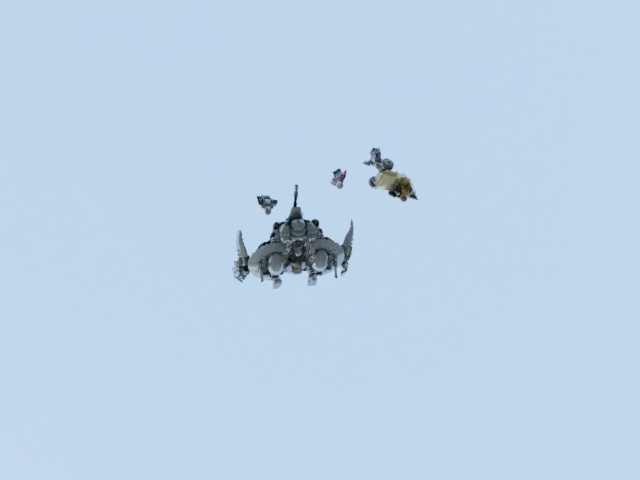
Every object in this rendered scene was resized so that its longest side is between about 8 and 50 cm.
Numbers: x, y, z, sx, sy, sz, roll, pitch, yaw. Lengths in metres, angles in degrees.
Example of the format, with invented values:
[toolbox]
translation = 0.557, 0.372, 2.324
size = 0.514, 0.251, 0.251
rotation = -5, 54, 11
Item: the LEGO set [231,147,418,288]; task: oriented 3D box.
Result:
[LEGO set]
translation = -0.001, -0.002, 0.631
size = 0.054, 0.023, 0.083
rotation = 22, -53, -30
